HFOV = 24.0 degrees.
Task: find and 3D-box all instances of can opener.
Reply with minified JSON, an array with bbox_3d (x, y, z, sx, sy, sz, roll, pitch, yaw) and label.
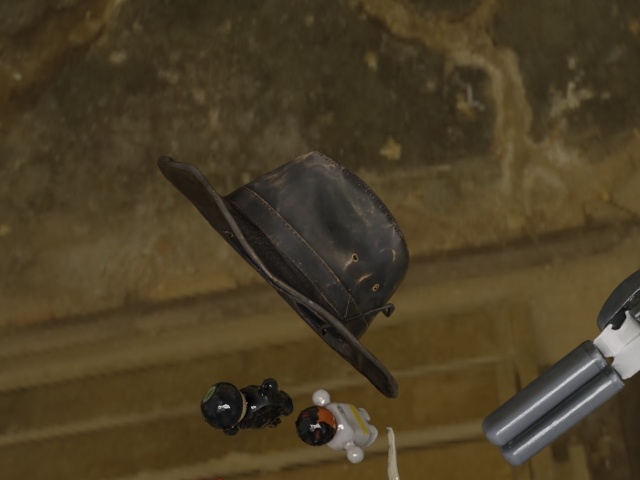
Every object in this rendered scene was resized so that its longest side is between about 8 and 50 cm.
[{"bbox_3d":[0.304,0.145,1.707,0.280,0.093,0.074,-41,114,1],"label":"can opener"}]

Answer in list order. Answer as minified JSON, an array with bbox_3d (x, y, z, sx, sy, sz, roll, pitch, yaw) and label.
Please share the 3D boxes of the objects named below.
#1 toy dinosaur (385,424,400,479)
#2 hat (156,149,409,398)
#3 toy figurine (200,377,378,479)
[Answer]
[{"bbox_3d":[0.118,0.339,1.624,0.064,0.118,0.268,-17,102,-30],"label":"toy dinosaur"},{"bbox_3d":[0.000,0.000,1.463,0.134,0.331,0.331,-44,115,-3],"label":"hat"},{"bbox_3d":[-0.049,0.280,1.834,0.210,0.148,0.213,9,86,33],"label":"toy figurine"}]
